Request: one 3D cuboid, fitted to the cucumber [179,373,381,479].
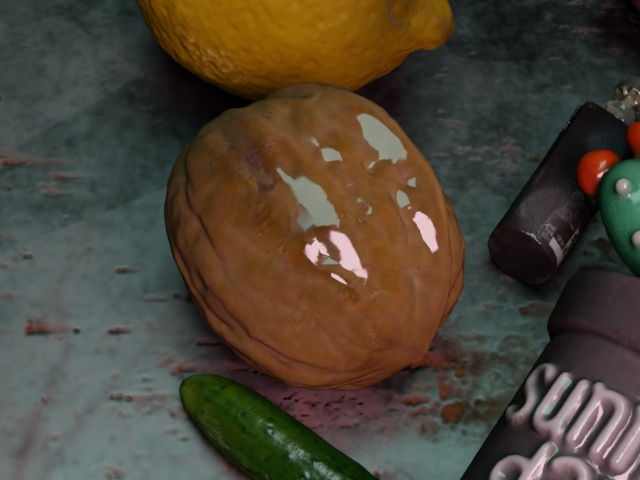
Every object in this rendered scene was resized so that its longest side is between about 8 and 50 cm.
[{"bbox_3d":[0.003,0.158,0.796,0.250,0.056,0.056,34,60,19],"label":"cucumber"}]

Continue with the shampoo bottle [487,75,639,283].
[{"bbox_3d":[0.205,-0.055,0.955,0.063,0.057,0.208,30,59,16],"label":"shampoo bottle"}]

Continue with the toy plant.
[{"bbox_3d":[0.245,0.059,0.747,0.185,0.279,0.400,40,78,-14],"label":"toy plant"}]

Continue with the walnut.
[{"bbox_3d":[0.000,0.000,0.827,0.213,0.213,0.213,2,55,-3],"label":"walnut"}]

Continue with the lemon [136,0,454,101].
[{"bbox_3d":[-0.017,-0.216,0.944,0.253,0.228,0.228,10,54,21],"label":"lemon"}]

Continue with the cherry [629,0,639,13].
[{"bbox_3d":[0.353,-0.242,1.024,0.249,0.192,0.175,-2,20,2],"label":"cherry"}]
